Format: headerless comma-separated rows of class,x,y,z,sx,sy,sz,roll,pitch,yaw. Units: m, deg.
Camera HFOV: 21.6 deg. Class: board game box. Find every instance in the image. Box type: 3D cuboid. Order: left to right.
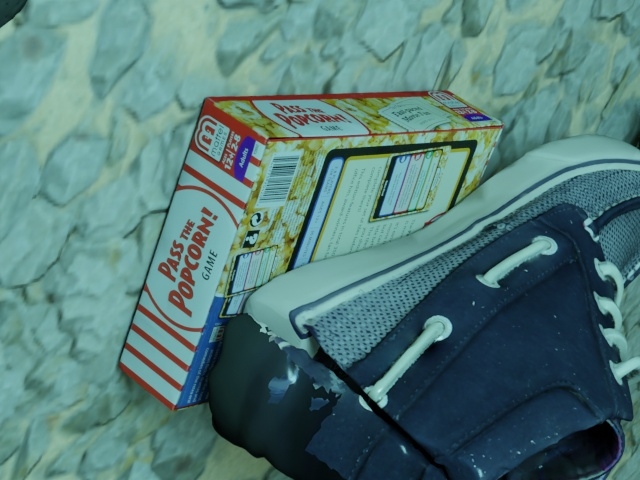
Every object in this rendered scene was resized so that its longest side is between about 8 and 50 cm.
board game box,0.000,0.000,0.845,0.193,0.045,0.147,-7,124,-51

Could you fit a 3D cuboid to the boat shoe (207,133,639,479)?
boat shoe,0.113,0.056,0.853,0.340,0.158,0.127,-26,138,-40

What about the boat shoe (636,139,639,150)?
boat shoe,0.333,-0.146,1.083,0.340,0.127,0.113,-38,157,-10

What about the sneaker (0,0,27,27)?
sneaker,-0.163,-0.044,0.473,0.281,0.162,0.106,-18,132,-45
